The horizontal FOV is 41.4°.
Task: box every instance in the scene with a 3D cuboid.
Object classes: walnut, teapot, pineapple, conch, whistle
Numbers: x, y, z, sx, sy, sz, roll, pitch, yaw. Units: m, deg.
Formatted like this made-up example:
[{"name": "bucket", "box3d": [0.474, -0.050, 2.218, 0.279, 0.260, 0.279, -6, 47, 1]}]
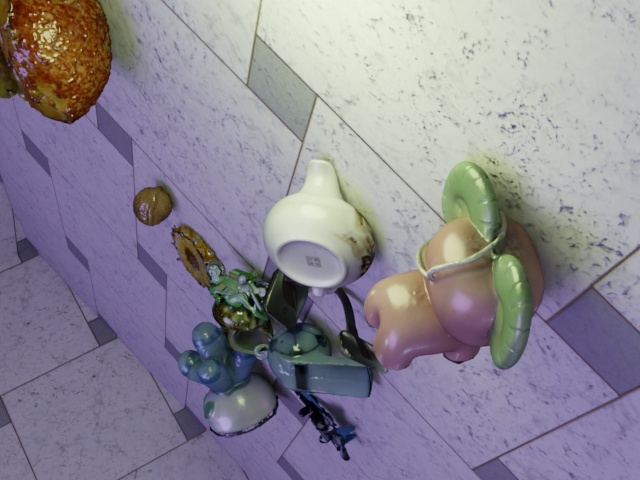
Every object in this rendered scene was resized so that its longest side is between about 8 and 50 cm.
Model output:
[{"name": "walnut", "box3d": [-0.438, -0.091, 2.210, 0.105, 0.105, 0.124, 46, 156, 10]}, {"name": "teapot", "box3d": [0.000, 0.000, 1.521, 0.204, 0.139, 0.298, 9, 140, 11]}, {"name": "pineapple", "box3d": [-0.338, 0.043, 2.303, 0.221, 0.047, 0.221, 40, 151, 28]}, {"name": "conch", "box3d": [-0.187, 0.196, 2.163, 0.187, 0.124, 0.181, 27, 149, -15]}, {"name": "whistle", "box3d": [-0.014, 0.268, 1.959, 0.290, 0.163, 0.163, 4, 140, 12]}]

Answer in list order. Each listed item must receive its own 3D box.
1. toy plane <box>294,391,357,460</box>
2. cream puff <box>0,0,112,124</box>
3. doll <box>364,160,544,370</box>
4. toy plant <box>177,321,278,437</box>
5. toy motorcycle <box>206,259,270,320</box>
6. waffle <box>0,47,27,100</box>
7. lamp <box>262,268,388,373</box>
[{"name": "toy plane", "box3d": [-0.002, 0.481, 2.287, 0.246, 0.078, 0.169, 34, 152, 33]}, {"name": "cream puff", "box3d": [-0.554, -0.421, 1.772, 0.350, 0.229, 0.350, 55, 161, 30]}, {"name": "doll", "box3d": [0.191, 0.058, 1.153, 0.268, 0.216, 0.284, 103, 156, -55]}, {"name": "toy plant", "box3d": [-0.284, 0.385, 2.510, 0.247, 0.247, 0.332, 13, 129, 55]}, {"name": "toy motorcycle", "box3d": [-0.200, 0.121, 2.054, 0.190, 0.074, 0.106, 21, 103, 14]}, {"name": "waffle", "box3d": [-0.687, -0.466, 1.913, 0.058, 0.281, 0.300, 7, 99, 22]}, {"name": "lamp", "box3d": [0.026, 0.171, 1.787, 0.283, 0.124, 0.203, 23, 165, 42]}]
